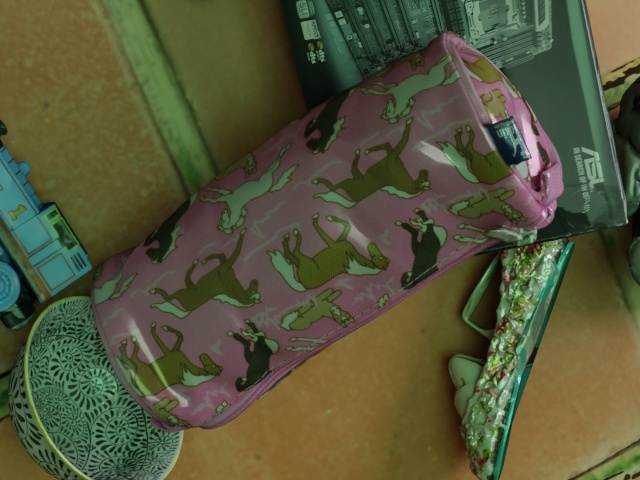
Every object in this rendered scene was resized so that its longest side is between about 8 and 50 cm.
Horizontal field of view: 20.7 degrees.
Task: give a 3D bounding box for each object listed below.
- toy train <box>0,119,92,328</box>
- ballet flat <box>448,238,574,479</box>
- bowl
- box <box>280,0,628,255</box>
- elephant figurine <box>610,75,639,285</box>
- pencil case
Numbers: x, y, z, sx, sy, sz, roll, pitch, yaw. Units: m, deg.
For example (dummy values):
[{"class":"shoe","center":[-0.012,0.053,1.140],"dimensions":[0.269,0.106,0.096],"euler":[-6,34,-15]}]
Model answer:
[{"class":"toy train","center":[-0.270,-0.020,1.416],"dimensions":[0.105,0.080,0.184],"euler":[-36,102,-20]},{"class":"ballet flat","center":[0.159,0.094,1.568],"dimensions":[0.077,0.091,0.241],"euler":[17,86,12]},{"class":"bowl","center":[-0.200,0.138,1.435],"dimensions":[0.080,0.170,0.170],"euler":[-30,109,33]},{"class":"box","center":[0.108,-0.141,1.455],"dimensions":[0.243,0.076,0.307],"euler":[-10,104,12]},{"class":"elephant figurine","center":[0.317,-0.075,1.559],"dimensions":[0.169,0.186,0.239],"euler":[-3,68,-50]},{"class":"pencil case","center":[0.000,0.000,1.391],"dimensions":[0.386,0.167,0.160],"euler":[-32,129,16]}]
